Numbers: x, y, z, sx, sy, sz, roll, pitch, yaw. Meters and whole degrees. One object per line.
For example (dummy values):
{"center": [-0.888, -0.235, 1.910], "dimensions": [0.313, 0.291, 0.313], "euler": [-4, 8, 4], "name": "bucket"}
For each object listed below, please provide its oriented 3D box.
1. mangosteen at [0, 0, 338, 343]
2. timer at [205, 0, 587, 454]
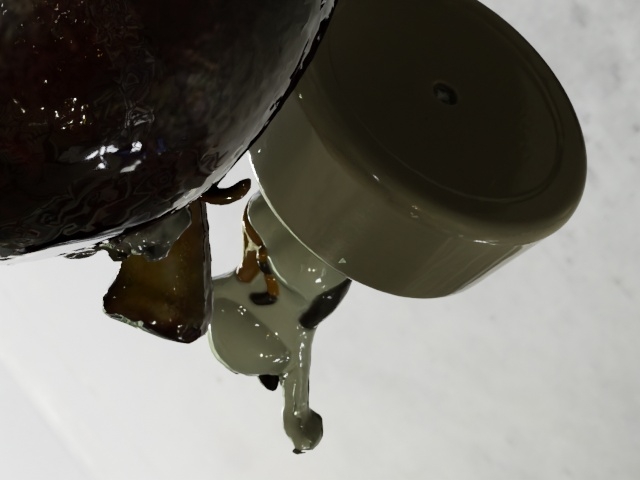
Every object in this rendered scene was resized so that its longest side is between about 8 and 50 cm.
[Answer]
{"center": [-0.086, -0.074, 0.578], "dimensions": [0.235, 0.235, 0.261], "euler": [21, 147, 49], "name": "mangosteen"}
{"center": [0.000, 0.000, 0.986], "dimensions": [0.175, 0.175, 0.266], "euler": [49, 133, 9], "name": "timer"}
